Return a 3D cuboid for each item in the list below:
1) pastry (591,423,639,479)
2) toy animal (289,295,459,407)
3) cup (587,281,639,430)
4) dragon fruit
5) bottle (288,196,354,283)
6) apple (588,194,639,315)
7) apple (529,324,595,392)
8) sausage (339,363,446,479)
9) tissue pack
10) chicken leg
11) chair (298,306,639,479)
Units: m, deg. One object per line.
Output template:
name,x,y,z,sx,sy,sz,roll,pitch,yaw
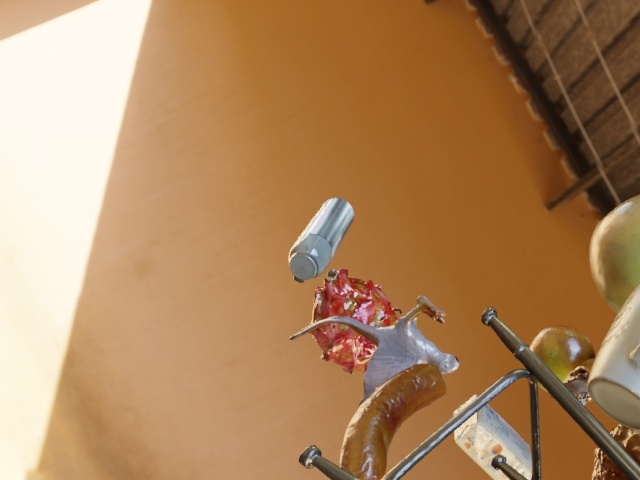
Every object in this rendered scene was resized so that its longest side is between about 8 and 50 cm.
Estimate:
pastry,0.705,0.541,1.720,0.329,0.136,0.330,-173,-90,-77
toy animal,0.125,0.202,1.621,0.284,0.302,0.225,48,26,15
cup,0.575,0.178,1.367,0.186,0.234,0.258,29,-29,33
dragon fruit,0.068,0.178,1.829,0.210,0.205,0.268,19,-39,57
bottle,0.000,0.000,1.624,0.079,0.254,0.096,27,-58,3
apple,0.752,0.037,1.748,0.319,0.319,0.277,87,-17,-65
apple,0.690,0.349,2.293,0.196,0.196,0.196,60,-11,20
sausage,0.112,0.305,1.345,0.103,0.302,0.076,33,-48,16
tissue pack,0.409,0.483,1.900,0.196,0.092,0.148,43,19,-6
chicken leg,0.768,0.318,2.087,0.182,0.409,0.295,59,-37,33
chair,0.265,0.398,1.038,0.410,0.362,0.365,32,-35,43
